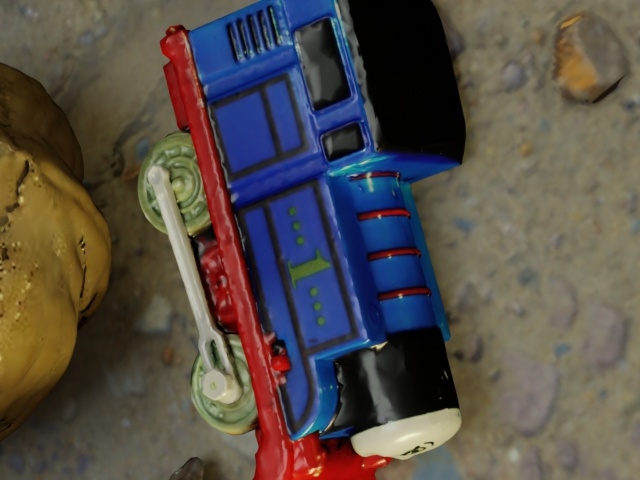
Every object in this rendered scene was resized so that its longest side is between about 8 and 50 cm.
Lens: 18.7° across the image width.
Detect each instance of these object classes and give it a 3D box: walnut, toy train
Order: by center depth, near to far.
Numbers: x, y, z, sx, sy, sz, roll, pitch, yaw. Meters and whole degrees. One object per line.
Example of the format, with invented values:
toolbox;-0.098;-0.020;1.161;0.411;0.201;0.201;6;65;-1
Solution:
toy train;0.000;0.000;0.811;0.131;0.083;0.204;-19;79;27
walnut;-0.202;0.014;0.873;0.245;0.198;0.198;-31;73;37

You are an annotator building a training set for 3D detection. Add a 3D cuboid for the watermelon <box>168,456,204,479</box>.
watermelon;-0.122;0.223;0.827;0.193;0.232;0.310;66;162;13
